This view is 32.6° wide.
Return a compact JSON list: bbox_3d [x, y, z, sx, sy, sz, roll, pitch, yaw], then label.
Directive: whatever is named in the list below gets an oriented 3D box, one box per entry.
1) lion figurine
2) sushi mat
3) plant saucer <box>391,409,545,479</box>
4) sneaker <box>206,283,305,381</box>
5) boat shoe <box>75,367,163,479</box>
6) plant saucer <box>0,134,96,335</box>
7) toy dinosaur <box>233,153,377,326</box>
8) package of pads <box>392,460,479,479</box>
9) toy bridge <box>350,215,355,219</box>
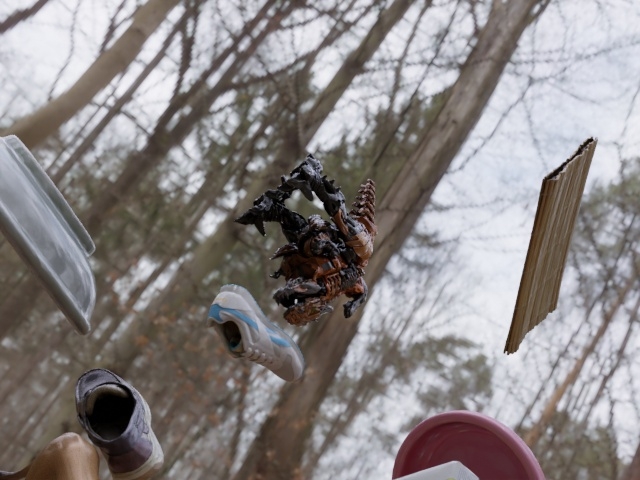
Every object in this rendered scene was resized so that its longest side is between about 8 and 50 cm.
[{"bbox_3d":[-0.317,0.363,1.433,0.142,0.240,0.392,15,24,-48],"label":"lion figurine"},{"bbox_3d":[0.323,0.013,1.536,0.019,0.151,0.317,26,-47,26],"label":"sushi mat"},{"bbox_3d":[0.287,0.479,2.035,0.332,0.332,0.084,7,6,38],"label":"plant saucer"},{"bbox_3d":[-0.122,0.189,2.008,0.087,0.092,0.229,-23,-63,43],"label":"sneaker"},{"bbox_3d":[-0.305,0.251,1.603,0.285,0.102,0.092,46,-24,59],"label":"boat shoe"},{"bbox_3d":[-0.435,-0.043,1.627,0.400,0.100,0.400,51,-12,16],"label":"plant saucer"},{"bbox_3d":[0.000,0.000,1.642,0.164,0.322,0.218,-40,-82,20],"label":"toy dinosaur"},{"bbox_3d":[0.100,0.463,1.619,0.296,0.229,0.101,-27,-68,36],"label":"package of pads"},{"bbox_3d":[0.062,-0.003,1.840,0.188,0.026,0.063,-71,141,-83],"label":"toy bridge"}]
